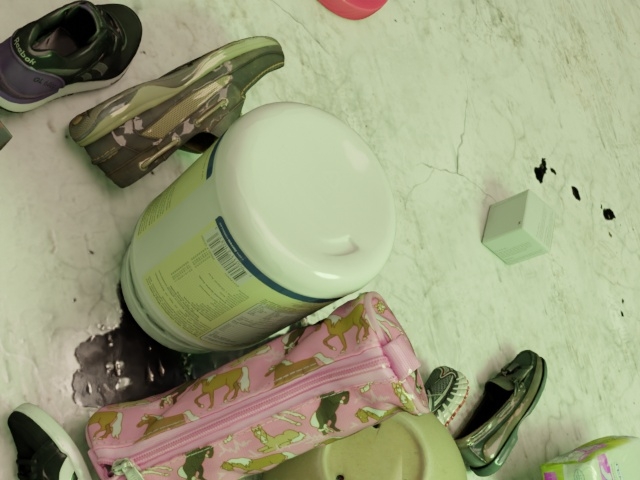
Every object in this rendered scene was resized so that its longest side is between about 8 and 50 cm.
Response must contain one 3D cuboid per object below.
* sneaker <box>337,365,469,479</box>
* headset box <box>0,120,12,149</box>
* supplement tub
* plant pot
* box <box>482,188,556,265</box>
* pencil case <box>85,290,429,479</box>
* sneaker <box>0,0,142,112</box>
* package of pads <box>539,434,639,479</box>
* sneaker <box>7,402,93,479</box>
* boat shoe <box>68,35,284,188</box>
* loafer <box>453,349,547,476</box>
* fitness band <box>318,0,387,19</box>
[{"bbox_3d":[0.129,0.274,1.229,0.112,0.120,0.299,42,41,11],"label":"sneaker"},{"bbox_3d":[-0.500,-0.127,0.851,0.218,0.110,0.293,54,49,-11],"label":"headset box"},{"bbox_3d":[-0.090,0.002,0.988,0.236,0.325,0.235,17,59,-31],"label":"supplement tub"},{"bbox_3d":[0.062,0.303,1.018,0.284,0.191,0.284,1,60,-2],"label":"plant pot"},{"bbox_3d":[0.384,-0.024,1.551,0.087,0.101,0.102,36,53,-24],"label":"box"},{"bbox_3d":[-0.068,0.192,0.913,0.167,0.386,0.160,-101,164,-57],"label":"pencil case"},{"bbox_3d":[-0.299,-0.257,1.035,0.107,0.124,0.283,52,37,-12],"label":"sneaker"},{"bbox_3d":[0.490,0.462,1.374,0.297,0.101,0.229,7,68,-52],"label":"package of pads"},{"bbox_3d":[-0.309,0.297,0.877,0.121,0.079,0.216,-35,99,-43],"label":"sneaker"},{"bbox_3d":[-0.183,-0.182,1.139,0.355,0.132,0.130,-35,107,-33],"label":"boat shoe"},{"bbox_3d":[0.315,0.280,1.394,0.084,0.096,0.267,45,53,-11],"label":"loafer"},{"bbox_3d":[0.014,-0.535,1.466,0.291,0.054,0.209,38,57,-22],"label":"fitness band"}]
